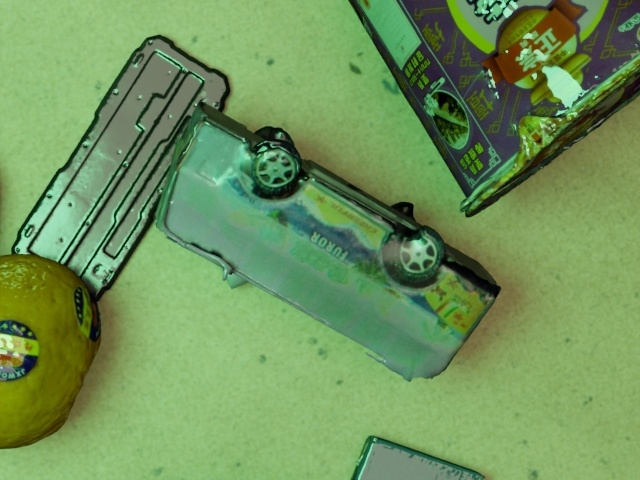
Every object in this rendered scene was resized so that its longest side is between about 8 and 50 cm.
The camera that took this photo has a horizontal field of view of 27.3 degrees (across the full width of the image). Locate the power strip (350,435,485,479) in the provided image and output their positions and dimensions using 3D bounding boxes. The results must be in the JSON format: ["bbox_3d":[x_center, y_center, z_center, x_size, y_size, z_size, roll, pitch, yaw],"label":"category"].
[{"bbox_3d":[0.092,0.234,1.288,0.123,0.032,0.056,20,85,-5],"label":"power strip"}]

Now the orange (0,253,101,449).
[{"bbox_3d":[-0.277,0.097,1.175,0.155,0.177,0.177,11,87,-9],"label":"orange"}]

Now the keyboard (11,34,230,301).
[{"bbox_3d":[-0.190,-0.068,1.272,0.106,0.016,0.262,32,85,-4],"label":"keyboard"}]

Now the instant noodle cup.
[{"bbox_3d":[0.181,-0.222,1.179,0.340,0.340,0.266,-37,85,-6],"label":"instant noodle cup"}]

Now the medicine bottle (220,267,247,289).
[{"bbox_3d":[-0.043,0.000,1.268,0.118,0.055,0.074,-24,94,-7],"label":"medicine bottle"}]

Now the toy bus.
[{"bbox_3d":[0.000,0.000,1.196,0.317,0.112,0.138,29,99,-10],"label":"toy bus"}]
